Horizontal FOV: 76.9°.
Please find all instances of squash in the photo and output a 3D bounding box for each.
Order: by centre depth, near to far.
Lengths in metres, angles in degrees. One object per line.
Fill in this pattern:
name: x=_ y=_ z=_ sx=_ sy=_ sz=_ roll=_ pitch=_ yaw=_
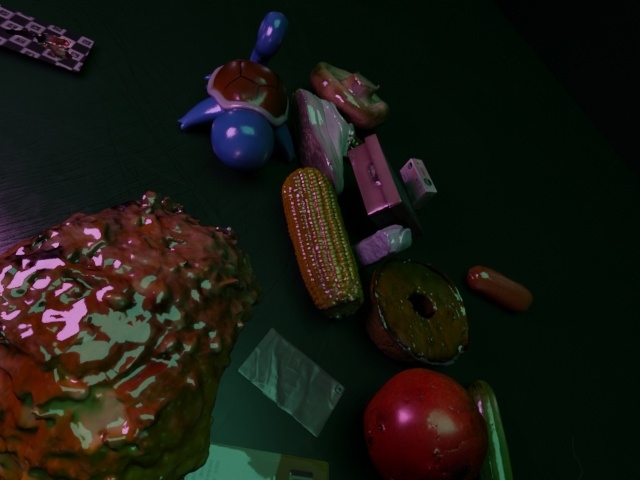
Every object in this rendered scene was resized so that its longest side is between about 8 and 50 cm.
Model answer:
squash: x=0.345 y=0.407 z=0.827 sx=0.069 sy=0.069 sz=0.238 roll=19 pitch=50 yaw=-17

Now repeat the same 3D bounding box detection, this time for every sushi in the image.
sushi: x=-0.642 y=-0.446 z=0.914 sx=0.201 sy=0.031 sz=0.139 roll=15 pitch=51 yaw=-24

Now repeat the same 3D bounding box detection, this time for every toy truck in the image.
toy truck: x=-0.046 y=-0.418 z=1.214 sx=0.083 sy=0.049 sz=0.054 roll=31 pitch=47 yaw=-8

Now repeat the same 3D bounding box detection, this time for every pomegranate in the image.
pomegranate: x=0.184 y=0.332 z=0.709 sx=0.235 sy=0.210 sz=0.210 roll=16 pitch=46 yaw=-52

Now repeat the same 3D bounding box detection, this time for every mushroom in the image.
mushroom: x=0.090 y=-0.436 z=1.228 sx=0.279 sy=0.146 sz=0.278 roll=26 pitch=36 yaw=-21

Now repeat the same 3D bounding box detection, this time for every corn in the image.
corn: x=0.000 y=0.000 z=0.883 sx=0.131 sy=0.131 sz=0.343 roll=1 pitch=58 yaw=-29

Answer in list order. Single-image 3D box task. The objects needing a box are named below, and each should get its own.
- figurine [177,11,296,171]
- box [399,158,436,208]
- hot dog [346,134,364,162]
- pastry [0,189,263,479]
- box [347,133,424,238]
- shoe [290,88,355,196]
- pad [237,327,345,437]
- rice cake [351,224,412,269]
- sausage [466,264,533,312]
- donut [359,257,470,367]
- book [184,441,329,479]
figurine: x=-0.167 y=-0.344 z=1.010 sx=0.298 sy=0.243 sz=0.415 roll=20 pitch=70 yaw=-28
box: x=0.278 y=-0.166 z=1.187 sx=0.043 sy=0.089 sz=0.125 roll=0 pitch=59 yaw=-30
hot dog: x=0.082 y=-0.284 z=1.178 sx=0.289 sy=0.068 sz=0.083 roll=35 pitch=41 yaw=-1
pastry: x=-0.279 y=0.118 z=0.535 sx=0.338 sy=0.292 sz=0.404 roll=29 pitch=50 yaw=-17
box: x=0.167 y=-0.125 z=1.030 sx=0.215 sy=0.086 sz=0.214 roll=37 pitch=34 yaw=-56
shoe: x=0.031 y=-0.256 z=1.071 sx=0.160 sy=0.124 sz=0.315 roll=-9 pitch=74 yaw=-32
pad: x=-0.049 y=0.260 z=0.753 sx=0.188 sy=0.006 sz=0.113 roll=40 pitch=48 yaw=2
rice cake: x=0.115 y=0.022 z=0.894 sx=0.069 sy=0.206 sz=0.063 roll=-20 pitch=83 yaw=-34
sausage: x=0.486 y=0.130 z=1.101 sx=0.198 sy=0.076 sz=0.076 roll=27 pitch=49 yaw=-8
donut: x=0.205 y=0.164 z=0.905 sx=0.273 sy=0.107 sz=0.271 roll=17 pitch=54 yaw=-24
book: x=-0.128 y=0.416 z=0.587 sx=0.296 sy=0.020 sz=0.207 roll=19 pitch=51 yaw=-16
